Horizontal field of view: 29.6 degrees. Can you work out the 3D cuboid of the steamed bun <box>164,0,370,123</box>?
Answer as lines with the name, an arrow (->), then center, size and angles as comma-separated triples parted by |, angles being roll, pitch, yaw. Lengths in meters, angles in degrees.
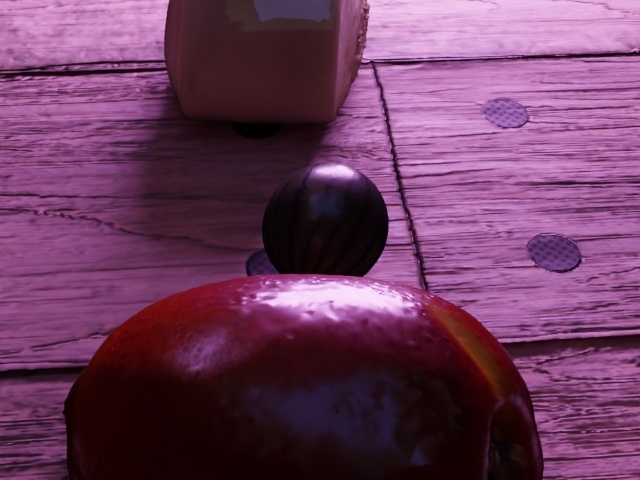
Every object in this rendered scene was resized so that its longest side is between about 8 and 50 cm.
steamed bun -> -0.052, -0.229, 1.195 | 0.200, 0.154, 0.250 | 6, 41, 3

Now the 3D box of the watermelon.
watermelon -> 0.000, 0.000, 1.005 | 0.105, 0.105, 0.133 | 16, 69, 13

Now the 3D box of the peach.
peach -> -0.028, 0.116, 0.796 | 0.362, 0.201, 0.257 | 15, 49, 20

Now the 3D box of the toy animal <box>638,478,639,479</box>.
toy animal -> 0.338, 0.207, 0.763 | 0.281, 0.169, 0.195 | 42, 99, 27
